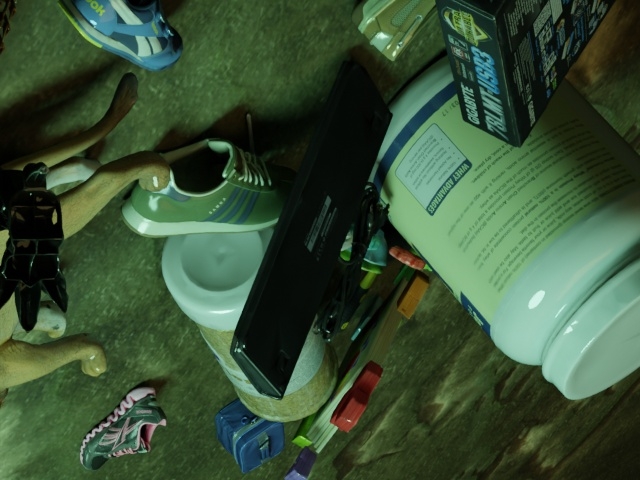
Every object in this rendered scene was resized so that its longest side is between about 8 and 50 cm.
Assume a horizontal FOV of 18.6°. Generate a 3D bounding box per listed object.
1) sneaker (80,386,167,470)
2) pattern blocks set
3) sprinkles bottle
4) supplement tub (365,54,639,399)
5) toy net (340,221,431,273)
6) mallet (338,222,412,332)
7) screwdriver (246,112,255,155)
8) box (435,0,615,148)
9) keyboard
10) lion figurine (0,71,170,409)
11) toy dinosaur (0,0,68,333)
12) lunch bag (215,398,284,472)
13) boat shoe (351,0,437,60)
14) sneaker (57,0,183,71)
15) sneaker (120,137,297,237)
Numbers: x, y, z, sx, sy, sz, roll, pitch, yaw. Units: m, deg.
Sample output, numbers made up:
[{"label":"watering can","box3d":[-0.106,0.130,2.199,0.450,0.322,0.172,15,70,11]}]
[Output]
[{"label":"sneaker","box3d":[-0.209,0.213,2.095,0.119,0.057,0.047,-47,157,19]},{"label":"pattern blocks set","box3d":[0.046,0.138,2.160,0.285,0.026,0.325,-53,-174,49]},{"label":"sprinkles bottle","box3d":[-0.064,0.079,1.993,0.121,0.121,0.355,-37,156,-6]},{"label":"supplement tub","box3d":[0.220,-0.024,1.979,0.235,0.325,0.235,-32,155,-17]},{"label":"toy net","box3d":[0.031,0.008,2.011,0.045,0.122,0.232,-62,155,8]},{"label":"mallet","box3d":[0.047,0.048,2.218,0.062,0.039,0.190,-18,152,-44]},{"label":"screwdriver","box3d":[-0.061,-0.067,1.863,0.024,0.025,0.170,-32,156,-18]},{"label":"box","box3d":[0.216,-0.265,1.755,0.293,0.073,0.295,-58,162,-11]},{"label":"keyboard","box3d":[0.000,0.000,1.854,0.317,0.033,0.201,-68,152,-20]},{"label":"lion figurine","box3d":[-0.283,0.039,1.625,0.240,0.142,0.392,-10,129,-37]},{"label":"toy dinosaur","box3d":[-0.288,-0.041,1.411,0.164,0.218,0.322,-6,113,-21]},{"label":"lunch bag","box3d":[-0.079,0.226,2.300,0.067,0.065,0.098,-33,156,-15]},{"label":"boat shoe","box3d":[0.120,-0.236,1.762,0.190,0.072,0.068,-41,171,9]},{"label":"sneaker","box3d":[-0.142,-0.174,1.522,0.059,0.053,0.144,-48,156,12]},{"label":"sneaker","box3d":[-0.085,-0.055,1.783,0.192,0.064,0.086,-9,144,-34]}]
